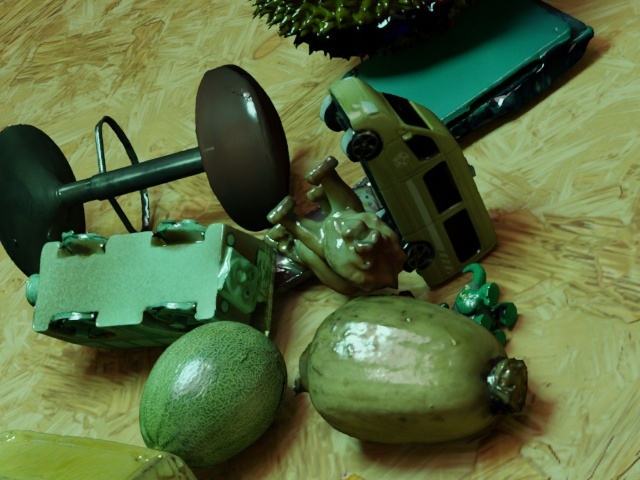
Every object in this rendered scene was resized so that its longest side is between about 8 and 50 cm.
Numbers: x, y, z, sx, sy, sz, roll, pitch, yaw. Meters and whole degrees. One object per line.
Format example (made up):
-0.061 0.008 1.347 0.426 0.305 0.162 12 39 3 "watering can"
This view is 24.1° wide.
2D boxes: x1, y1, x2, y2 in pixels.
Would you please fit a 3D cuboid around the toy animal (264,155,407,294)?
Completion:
0.021 0.007 1.632 0.097 0.157 0.312 -38 -5 -8 "toy animal"

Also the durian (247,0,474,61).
0.073 -0.402 1.893 0.384 0.347 0.347 -19 34 -10 "durian"

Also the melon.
-0.111 0.160 1.607 0.139 0.139 0.192 11 45 43 "melon"

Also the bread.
-0.258 0.274 1.570 0.288 0.119 0.152 1 24 36 "bread"

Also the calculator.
0.182 -0.222 1.928 0.274 0.058 0.248 -36 35 -7 "calculator"

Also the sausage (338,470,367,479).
-0.042 0.352 1.363 0.312 0.093 0.093 -46 38 -20 "sausage"

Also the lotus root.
0.080 0.127 1.509 0.257 0.140 0.154 2 53 28 "lotus root"

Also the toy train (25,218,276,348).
-0.200 0.057 1.767 0.326 0.159 0.129 -6 69 34 "toy train"

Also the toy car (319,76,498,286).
0.100 -0.077 1.641 0.124 0.256 0.101 -28 35 -2 "toy car"

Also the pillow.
0.000 0.000 1.805 0.185 0.043 0.118 -26 39 2 "pillow"

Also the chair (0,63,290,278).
-0.200 -0.088 1.908 0.401 0.226 0.226 -13 39 23 "chair"

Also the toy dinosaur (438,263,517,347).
0.151 0.078 1.590 0.096 0.059 0.132 -8 49 38 "toy dinosaur"
